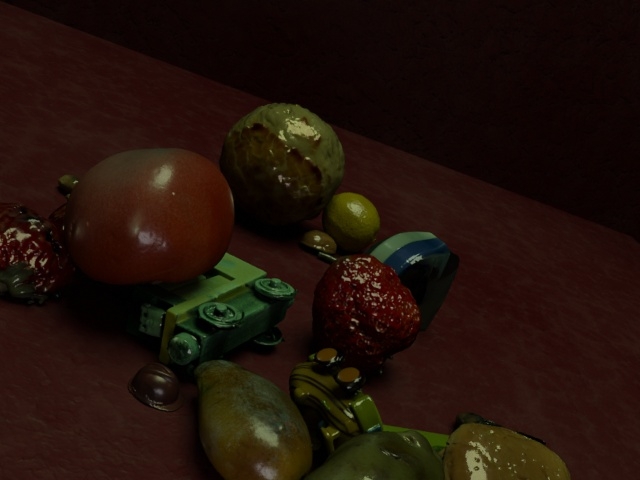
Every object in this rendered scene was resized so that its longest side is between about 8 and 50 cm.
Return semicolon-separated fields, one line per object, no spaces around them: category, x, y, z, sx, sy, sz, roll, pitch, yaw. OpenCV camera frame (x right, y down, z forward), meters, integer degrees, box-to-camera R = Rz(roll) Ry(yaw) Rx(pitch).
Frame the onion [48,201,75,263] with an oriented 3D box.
onion;-0.511;-0.037;1.681;0.230;0.163;0.230;19;32;-12

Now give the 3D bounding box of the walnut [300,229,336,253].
walnut;0.000;0.000;2.208;0.121;0.052;0.091;15;12;-26

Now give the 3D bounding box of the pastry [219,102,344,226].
pastry;-0.123;-0.215;2.185;0.389;0.388;0.312;23;33;-2

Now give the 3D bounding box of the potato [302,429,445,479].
potato;0.091;0.422;1.185;0.351;0.203;0.218;-23;85;-50

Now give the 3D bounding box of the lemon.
lemon;0.091;-0.060;2.280;0.203;0.178;0.178;43;27;10

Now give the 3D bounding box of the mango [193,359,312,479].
mango;-0.130;0.322;1.292;0.193;0.146;0.316;11;20;-38

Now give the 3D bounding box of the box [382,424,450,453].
box;0.255;0.465;1.469;0.335;0.047;0.187;15;25;-22

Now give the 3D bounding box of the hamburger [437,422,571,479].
hamburger;0.338;0.470;1.336;0.283;0.144;0.259;21;42;-22

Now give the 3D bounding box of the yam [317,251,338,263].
yam;0.053;0.062;2.172;0.130;0.027;0.033;23;62;1

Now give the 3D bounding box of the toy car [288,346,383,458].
toy car;0.015;0.326;1.382;0.143;0.200;0.248;-22;26;-19

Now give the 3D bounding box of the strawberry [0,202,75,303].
strawberry;-0.622;0.000;1.513;0.254;0.150;0.280;21;25;-3

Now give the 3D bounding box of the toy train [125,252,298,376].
toy train;-0.226;0.151;1.564;0.253;0.160;0.397;24;22;22

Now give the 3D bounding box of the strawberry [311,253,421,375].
strawberry;0.094;0.154;1.684;0.258;0.276;0.257;-13;30;8

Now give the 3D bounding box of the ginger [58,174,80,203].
ginger;-0.613;-0.112;1.875;0.214;0.058;0.133;35;21;21

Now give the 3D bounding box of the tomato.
tomato;-0.350;-0.059;1.496;0.342;0.272;0.341;2;16;-1

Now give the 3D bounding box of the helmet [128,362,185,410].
helmet;-0.298;0.262;1.366;0.111;0.057;0.089;26;21;6

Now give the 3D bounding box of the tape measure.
tape measure;0.209;0.109;1.943;0.262;0.259;0.138;-2;33;-38

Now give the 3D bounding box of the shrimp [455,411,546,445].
shrimp;0.396;0.417;1.574;0.198;0.051;0.262;13;-7;6
